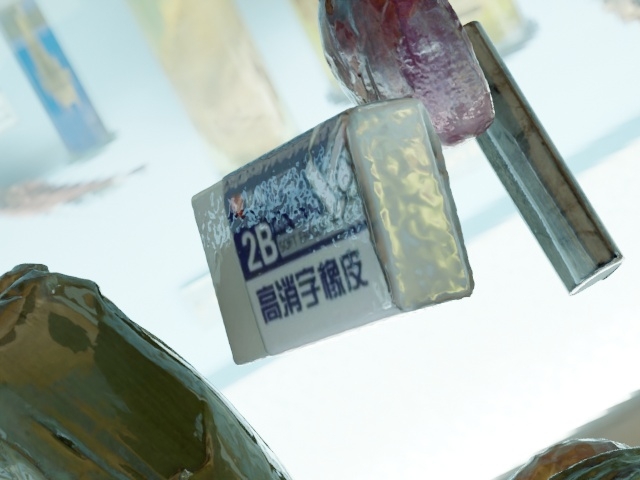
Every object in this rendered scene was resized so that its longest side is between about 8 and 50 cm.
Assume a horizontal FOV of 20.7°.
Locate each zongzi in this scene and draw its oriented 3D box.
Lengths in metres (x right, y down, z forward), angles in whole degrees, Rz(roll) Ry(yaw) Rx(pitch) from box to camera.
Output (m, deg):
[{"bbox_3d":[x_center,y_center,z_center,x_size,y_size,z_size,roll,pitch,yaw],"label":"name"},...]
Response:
[{"bbox_3d":[-0.102,0.157,1.109,0.181,0.447,0.418,-46,-149,-19],"label":"zongzi"}]

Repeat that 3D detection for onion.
[{"bbox_3d":[0.059,-0.217,1.745,0.120,0.283,0.227,-28,-157,-12],"label":"onion"}]

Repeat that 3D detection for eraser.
[{"bbox_3d":[0.000,0.000,1.081,0.068,0.124,0.210,-13,174,-32],"label":"eraser"}]

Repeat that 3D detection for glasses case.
[{"bbox_3d":[0.218,-0.087,1.862,0.060,0.299,0.114,-27,168,-15],"label":"glasses case"}]

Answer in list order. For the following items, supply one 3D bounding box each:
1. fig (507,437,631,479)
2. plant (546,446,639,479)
[{"bbox_3d":[0.333,0.410,1.986,0.286,0.286,0.369,-27,-144,0],"label":"fig"},{"bbox_3d":[0.324,0.186,1.566,0.333,0.180,0.251,-57,-171,-3],"label":"plant"}]
